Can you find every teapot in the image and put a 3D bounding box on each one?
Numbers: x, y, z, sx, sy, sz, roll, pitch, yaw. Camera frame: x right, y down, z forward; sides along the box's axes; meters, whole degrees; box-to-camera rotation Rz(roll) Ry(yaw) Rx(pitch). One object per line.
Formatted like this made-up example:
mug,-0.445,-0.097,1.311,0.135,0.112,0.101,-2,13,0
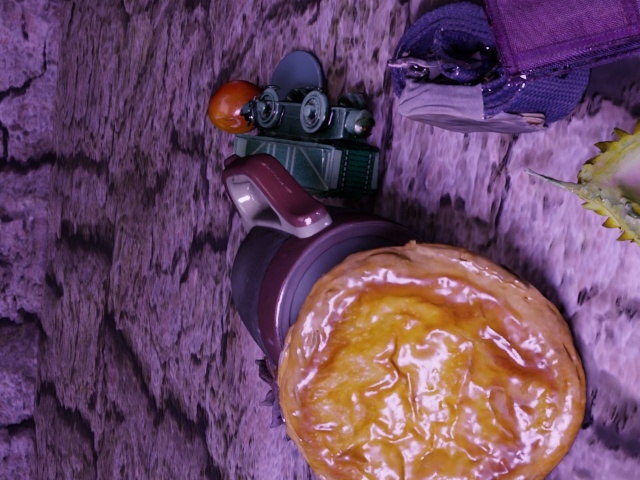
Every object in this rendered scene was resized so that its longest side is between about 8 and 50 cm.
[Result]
teapot,-0.026,0.026,1.141,0.312,0.233,0.315,23,142,62

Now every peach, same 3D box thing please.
peach,-0.147,-0.231,1.493,0.100,0.100,0.101,0,90,58

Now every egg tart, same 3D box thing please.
egg tart,0.115,0.155,0.952,0.129,0.341,0.341,-60,-23,-78

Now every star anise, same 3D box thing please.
star anise,-0.049,0.219,1.368,0.204,0.061,0.181,3,98,61

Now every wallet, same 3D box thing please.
wallet,0.245,-0.219,0.823,0.030,0.166,0.111,59,-162,-72

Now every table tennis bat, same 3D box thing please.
table tennis bat,-0.048,-0.188,1.396,0.149,0.038,0.237,27,110,49

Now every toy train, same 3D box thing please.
toy train,-0.019,-0.147,1.260,0.269,0.115,0.154,14,105,46

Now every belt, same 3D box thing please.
belt,0.173,-0.188,0.952,0.230,0.126,0.140,17,103,56

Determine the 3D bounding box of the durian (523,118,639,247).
durian,0.329,0.037,0.657,0.157,0.169,0.355,-61,44,41
